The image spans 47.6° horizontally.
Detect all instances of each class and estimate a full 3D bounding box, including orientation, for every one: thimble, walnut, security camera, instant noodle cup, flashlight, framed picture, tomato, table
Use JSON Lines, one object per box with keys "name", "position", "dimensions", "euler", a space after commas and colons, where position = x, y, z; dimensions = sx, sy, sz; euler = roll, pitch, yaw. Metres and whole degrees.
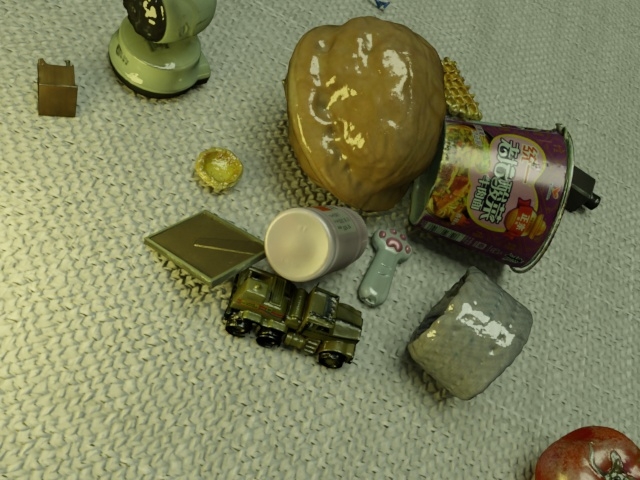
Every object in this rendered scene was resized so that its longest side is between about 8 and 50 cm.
{"name": "thimble", "position": [0.289, 0.174, 1.407], "dimensions": [0.157, 0.217, 0.245], "euler": [42, 45, 3]}
{"name": "walnut", "position": [0.091, -0.271, 1.503], "dimensions": [0.384, 0.383, 0.383], "euler": [12, 56, -18]}
{"name": "security camera", "position": [-0.314, -0.439, 1.470], "dimensions": [0.191, 0.277, 0.197], "euler": [-22, 72, -35]}
{"name": "instant noodle cup", "position": [0.352, -0.122, 1.579], "dimensions": [0.266, 0.339, 0.339], "euler": [15, 54, -4]}
{"name": "flashlight", "position": [0.132, 0.053, 1.516], "dimensions": [0.093, 0.047, 0.200], "euler": [31, 51, -5]}
{"name": "framed picture", "position": [-0.207, 0.009, 1.338], "dimensions": [0.203, 0.015, 0.150], "euler": [27, 43, 35]}
{"name": "tomato", "position": [0.508, 0.462, 1.348], "dimensions": [0.232, 0.188, 0.231], "euler": [3, 58, -5]}
{"name": "table", "position": [-0.514, -0.300, 1.413], "dimensions": [0.070, 0.083, 0.082], "euler": [-1, 57, -23]}

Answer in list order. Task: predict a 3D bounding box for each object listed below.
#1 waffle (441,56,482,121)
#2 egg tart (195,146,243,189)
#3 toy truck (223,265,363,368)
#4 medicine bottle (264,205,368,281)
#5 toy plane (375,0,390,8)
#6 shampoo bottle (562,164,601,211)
{"name": "waffle", "position": [0.358, -0.400, 1.908], "dimensions": [0.161, 0.046, 0.191], "euler": [21, 53, -9]}
{"name": "egg tart", "position": [-0.208, -0.143, 1.483], "dimensions": [0.105, 0.039, 0.105], "euler": [12, 56, -18]}
{"name": "toy truck", "position": [-0.039, 0.133, 1.338], "dimensions": [0.257, 0.127, 0.127], "euler": [24, 52, -14]}
{"name": "medicine bottle", "position": [0.000, 0.000, 1.362], "dimensions": [0.133, 0.133, 0.250], "euler": [50, 18, 10]}
{"name": "toy plane", "position": [0.117, -0.690, 1.971], "dimensions": [0.167, 0.062, 0.054], "euler": [43, 51, -8]}
{"name": "shampoo bottle", "position": [0.602, -0.159, 1.850], "dimensions": [0.246, 0.079, 0.080], "euler": [33, 53, -3]}
